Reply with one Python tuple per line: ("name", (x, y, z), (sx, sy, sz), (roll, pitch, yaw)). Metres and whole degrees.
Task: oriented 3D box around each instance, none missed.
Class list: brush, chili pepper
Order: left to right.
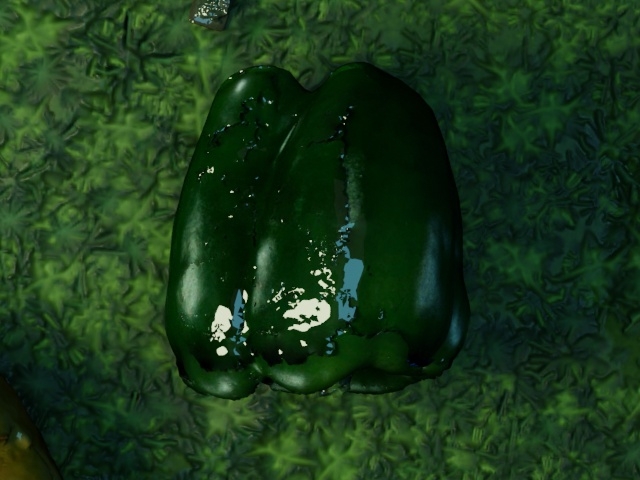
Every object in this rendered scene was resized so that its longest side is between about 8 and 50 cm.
("brush", (-0.067, -0.268, 1.314), (0.034, 0.027, 0.190), (18, 86, -9))
("chili pepper", (0.000, 0.000, 1.223), (0.233, 0.248, 0.256), (1, 80, 4))

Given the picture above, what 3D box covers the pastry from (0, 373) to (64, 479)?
("pastry", (-0.353, 0.221, 1.204), (0.356, 0.164, 0.356), (0, 91, -10))
